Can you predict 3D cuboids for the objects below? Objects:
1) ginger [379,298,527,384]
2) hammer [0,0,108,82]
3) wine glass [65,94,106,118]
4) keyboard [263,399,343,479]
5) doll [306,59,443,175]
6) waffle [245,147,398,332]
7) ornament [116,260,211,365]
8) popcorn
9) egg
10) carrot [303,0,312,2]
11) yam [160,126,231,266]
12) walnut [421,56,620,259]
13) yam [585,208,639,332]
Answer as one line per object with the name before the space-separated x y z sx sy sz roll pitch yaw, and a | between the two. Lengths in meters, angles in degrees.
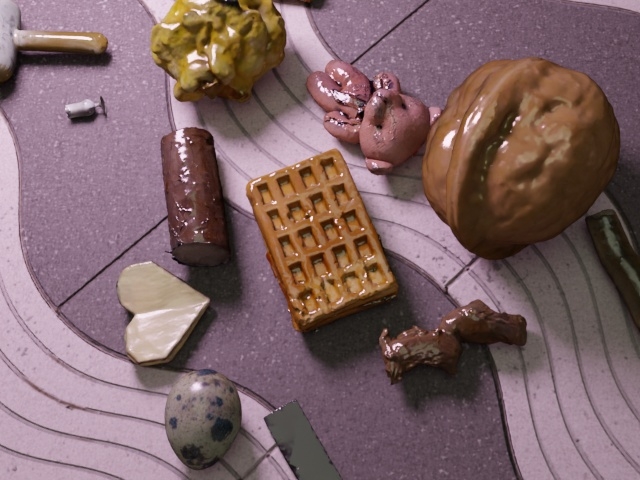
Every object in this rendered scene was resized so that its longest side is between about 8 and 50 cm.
ginger | 0.255 0.187 1.652 0.290 0.084 0.122 -16 63 -4
hammer | -0.619 -0.439 1.917 0.306 0.113 0.201 0 72 -3
wine glass | -0.506 -0.283 1.886 0.083 0.042 0.039 -14 32 0
keyboard | -0.029 0.396 1.624 0.074 0.015 0.196 -29 71 -12
doll | 0.094 -0.286 1.803 0.201 0.156 0.303 -43 70 -11
waffle | 0.000 0.000 1.728 0.224 0.098 0.327 -21 69 -3
ornament | -0.302 0.138 1.712 0.180 0.059 0.201 -11 72 -3
popcorn | -0.212 -0.410 1.832 0.287 0.215 0.251 -8 101 1
egg | -0.214 0.326 1.594 0.141 0.141 0.181 3 79 4
carrot | -0.124 -0.581 1.965 0.225 0.067 0.067 10 70 4
yam | -0.254 -0.090 1.754 0.131 0.131 0.279 -9 71 -1
walnut | 0.370 -0.164 1.663 0.384 0.383 0.383 -1 70 2
yam | 0.603 0.082 1.687 0.071 0.067 0.317 -16 71 -17
